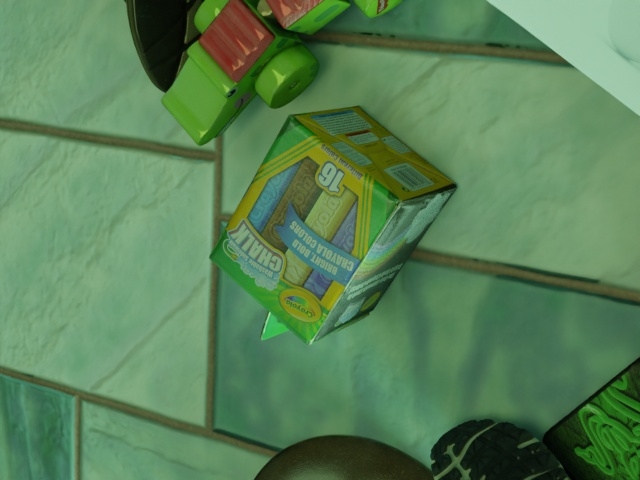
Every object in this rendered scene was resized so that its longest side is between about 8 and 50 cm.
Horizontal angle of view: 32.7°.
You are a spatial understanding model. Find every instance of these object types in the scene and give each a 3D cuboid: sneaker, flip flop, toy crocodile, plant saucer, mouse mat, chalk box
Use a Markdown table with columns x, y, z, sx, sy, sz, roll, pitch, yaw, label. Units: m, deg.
| x | y | z | sx | sy | sz | roll | pitch | yaw | label |
| --- | --- | --- | --- | --- | --- | --- | --- | --- | --- |
| 0.202 | 0.279 | 0.966 | 0.283 | 0.110 | 0.122 | 42 | 156 | 35 | sneaker |
| -0.167 | -0.280 | 1.075 | 0.080 | 0.112 | 0.277 | 0 | 113 | 66 | flip flop |
| -0.024 | -0.219 | 0.983 | 0.340 | 0.105 | 0.115 | -41 | 79 | 22 | toy crocodile |
| 0.033 | 0.355 | 1.116 | 0.311 | 0.050 | 0.310 | 6 | 103 | 28 | plant saucer |
| 0.305 | 0.206 | 0.951 | 0.189 | 0.007 | 0.152 | 50 | 120 | 13 | mouse mat |
| 0.000 | 0.000 | 1.011 | 0.132 | 0.132 | 0.213 | 41 | 116 | 16 | chalk box |

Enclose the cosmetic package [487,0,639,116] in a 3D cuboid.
| x | y | z | sx | sy | sz | roll | pitch | yaw | label |
| --- | --- | --- | --- | --- | --- | --- | --- | --- | --- |
| 0.261 | -0.218 | 0.757 | 0.224 | 0.138 | 0.224 | 33 | 121 | -18 | cosmetic package |
